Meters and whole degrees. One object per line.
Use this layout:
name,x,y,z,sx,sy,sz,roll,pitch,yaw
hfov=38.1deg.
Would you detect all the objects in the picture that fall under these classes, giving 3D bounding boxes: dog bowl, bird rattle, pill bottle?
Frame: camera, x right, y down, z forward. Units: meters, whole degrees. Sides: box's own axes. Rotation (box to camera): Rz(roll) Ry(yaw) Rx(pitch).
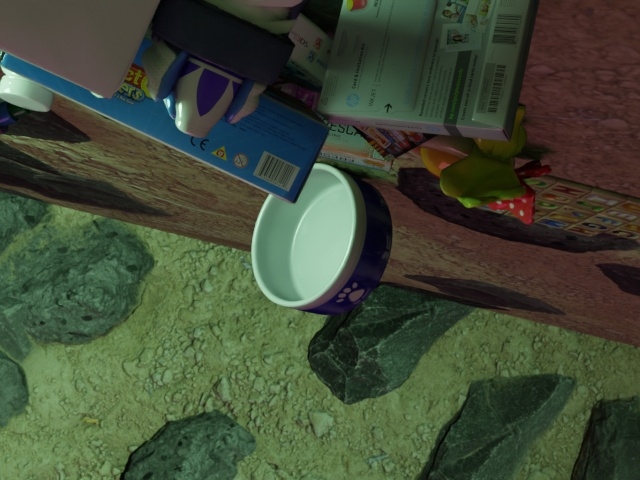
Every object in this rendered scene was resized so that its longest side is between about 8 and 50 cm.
dog bowl,0.000,0.000,1.675,0.104,0.264,0.265,18,170,-42
bird rattle,0.210,-0.120,1.270,0.207,0.143,0.253,22,-174,17
pill bottle,-0.353,-0.236,1.163,0.078,0.137,0.078,13,170,2

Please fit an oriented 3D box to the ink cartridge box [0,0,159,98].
ink cartridge box,-0.321,-0.270,0.637,0.385,0.160,0.279,23,-173,-46

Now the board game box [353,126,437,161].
board game box,0.085,-0.171,1.104,0.136,0.030,0.260,47,165,-6

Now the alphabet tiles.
alphabet tiles,0.403,-0.057,1.561,0.343,0.011,0.285,14,170,-4

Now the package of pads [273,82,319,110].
package of pads,-0.046,-0.197,1.294,0.050,0.031,0.083,17,170,-39

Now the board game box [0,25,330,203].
board game box,-0.157,-0.167,1.012,0.308,0.086,0.302,25,-170,-11

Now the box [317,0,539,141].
box,0.101,-0.175,0.883,0.186,0.145,0.038,9,169,23

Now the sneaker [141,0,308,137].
sneaker,-0.040,-0.191,0.704,0.130,0.236,0.323,18,170,-26

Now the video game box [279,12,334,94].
video game box,-0.056,-0.215,0.998,0.205,0.048,0.187,28,179,39

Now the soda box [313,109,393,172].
soda box,0.024,-0.153,1.375,0.183,0.058,0.063,14,171,2

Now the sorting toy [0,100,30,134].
sorting toy,-0.593,-0.262,1.557,0.126,0.127,0.365,-19,168,8
